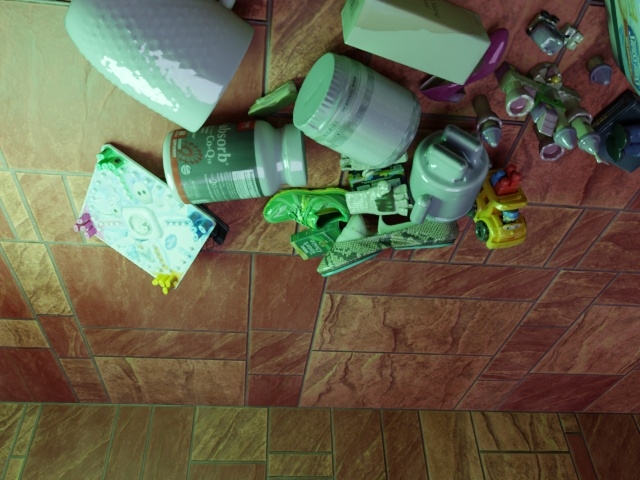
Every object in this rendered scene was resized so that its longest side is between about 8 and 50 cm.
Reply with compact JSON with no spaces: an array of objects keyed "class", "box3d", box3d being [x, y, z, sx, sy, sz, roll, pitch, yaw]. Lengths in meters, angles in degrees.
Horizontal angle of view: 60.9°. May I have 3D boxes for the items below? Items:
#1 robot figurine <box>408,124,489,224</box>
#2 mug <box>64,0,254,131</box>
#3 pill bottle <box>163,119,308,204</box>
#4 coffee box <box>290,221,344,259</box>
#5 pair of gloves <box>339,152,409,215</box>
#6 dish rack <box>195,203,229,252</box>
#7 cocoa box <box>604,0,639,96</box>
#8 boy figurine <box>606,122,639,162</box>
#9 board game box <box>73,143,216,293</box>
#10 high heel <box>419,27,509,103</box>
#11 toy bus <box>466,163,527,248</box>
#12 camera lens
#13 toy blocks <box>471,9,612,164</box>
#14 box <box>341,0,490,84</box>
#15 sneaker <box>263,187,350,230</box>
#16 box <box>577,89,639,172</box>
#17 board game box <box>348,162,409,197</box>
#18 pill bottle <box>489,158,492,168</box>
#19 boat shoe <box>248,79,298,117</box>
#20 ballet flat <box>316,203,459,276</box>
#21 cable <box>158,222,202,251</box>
[{"class":"robot figurine","box3d":[0.356,-0.175,1.546,0.300,0.200,0.353,-46,162,-13]},{"class":"mug","box3d":[-0.328,-0.476,1.171,0.328,0.276,0.374,29,101,-23]},{"class":"pill bottle","box3d":[-0.224,-0.218,1.496,0.363,0.210,0.210,-6,140,3]},{"class":"coffee box","box3d":[0.000,0.000,1.898,0.184,0.040,0.113,-17,138,17]},{"class":"pair of gloves","box3d":[0.155,-0.182,1.585,0.204,0.042,0.240,3,116,26]},{"class":"dish rack","box3d":[-0.472,-0.021,1.829,0.272,0.074,0.208,-21,135,23]},{"class":"cocoa box","box3d":[0.775,-0.511,1.182,0.232,0.227,0.347,-21,137,20]},{"class":"boy figurine","box3d":[0.947,-0.271,1.497,0.286,0.092,0.177,-1,136,0]},{"class":"board game box","box3d":[-0.559,-0.047,1.684,0.390,0.050,0.390,36,132,-5]},{"class":"high heel","box3d":[0.355,-0.440,1.361,0.117,0.082,0.244,6,153,-25]},{"class":"toy bus","box3d":[0.544,-0.115,1.623,0.150,0.220,0.211,-9,151,-13]},{"class":"camera lens","box3d":[0.097,-0.322,1.380,0.274,0.219,0.219,21,135,-25]},{"class":"toy blocks","box3d":[0.584,-0.331,1.363,0.289,0.260,0.309,15,137,-19]},{"class":"box","box3d":[0.215,-0.486,1.249,0.311,0.147,0.121,12,138,-19]},{"class":"sneaker","box3d":[-0.041,-0.094,1.716,0.296,0.123,0.109,-7,140,11]},{"class":"box","box3d":[0.887,-0.307,1.564,0.233,0.059,0.183,19,136,-24]},{"class":"board game box","box3d":[0.185,-0.173,1.696,0.171,0.048,0.141,-11,141,10]},{"class":"pill bottle","box3d":[0.477,-0.220,1.658,0.083,0.043,0.043,-32,132,31]},{"class":"boat shoe","box3d":[-0.128,-0.373,1.450,0.153,0.048,0.056,-22,160,31]},{"class":"ballet flat","box3d":[0.206,-0.025,1.792,0.483,0.164,0.181,-14,97,3]},{"class":"cable","box3d":[-0.463,-0.023,1.739,0.151,0.047,0.184,0,135,13]}]
